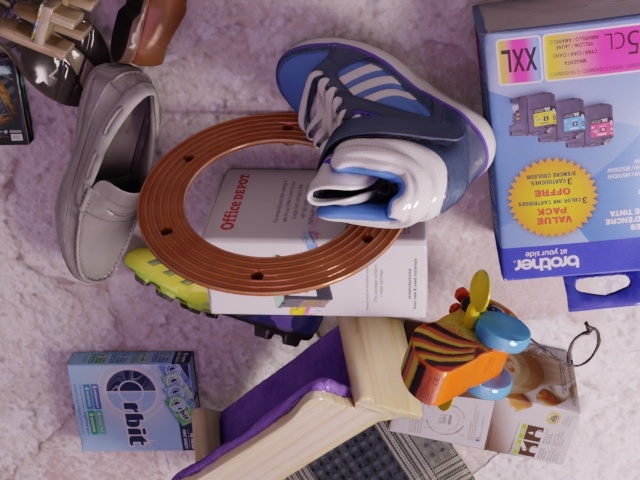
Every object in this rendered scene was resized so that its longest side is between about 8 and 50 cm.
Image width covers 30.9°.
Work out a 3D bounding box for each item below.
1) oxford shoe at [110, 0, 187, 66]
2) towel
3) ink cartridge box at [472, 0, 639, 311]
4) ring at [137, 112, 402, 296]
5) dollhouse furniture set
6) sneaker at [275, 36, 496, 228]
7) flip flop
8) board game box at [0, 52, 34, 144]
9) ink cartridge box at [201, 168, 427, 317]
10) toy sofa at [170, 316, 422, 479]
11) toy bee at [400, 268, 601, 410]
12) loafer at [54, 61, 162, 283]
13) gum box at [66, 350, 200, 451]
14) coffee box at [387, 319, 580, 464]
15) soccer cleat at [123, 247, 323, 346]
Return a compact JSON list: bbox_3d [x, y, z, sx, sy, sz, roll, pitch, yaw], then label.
[{"bbox_3d":[-0.198,-0.318,1.452,0.076,0.076,0.212,7,118,-32],"label":"oxford shoe"},{"bbox_3d":[0.107,0.420,1.716,0.312,0.056,0.324,-36,77,19],"label":"towel"},{"bbox_3d":[0.346,-0.105,1.453,0.270,0.151,0.395,-6,117,8],"label":"ink cartridge box"},{"bbox_3d":[-0.057,-0.046,1.421,0.337,0.336,0.032,0,134,5],"label":"ring"},{"bbox_3d":[-0.313,-0.363,1.332,0.161,0.242,0.212,21,116,-5],"label":"dollhouse furniture set"},{"bbox_3d":[0.026,-0.126,1.361,0.323,0.236,0.130,29,128,24],"label":"sneaker"},{"bbox_3d":[-0.384,-0.276,1.466,0.277,0.080,0.112,33,97,-29],"label":"flip flop"},{"bbox_3d":[-0.487,-0.189,1.553,0.186,0.026,0.126,0,116,6],"label":"board game box"},{"bbox_3d":[0.000,0.000,1.502,0.278,0.201,0.117,1,119,5],"label":"ink cartridge box"},{"bbox_3d":[-0.050,0.230,1.574,0.177,0.150,0.362,19,137,-35],"label":"toy sofa"},{"bbox_3d":[0.197,0.133,1.499,0.298,0.162,0.195,18,106,-48],"label":"toy bee"},{"bbox_3d":[-0.277,-0.075,1.530,0.112,0.111,0.319,-12,125,-39],"label":"loafer"},{"bbox_3d":[-0.275,0.243,1.736,0.185,0.041,0.156,-1,116,5],"label":"gum box"},{"bbox_3d":[0.226,0.211,1.618,0.247,0.141,0.098,11,121,-1],"label":"coffee box"},{"bbox_3d":[-0.130,0.054,1.621,0.289,0.093,0.121,20,86,0],"label":"soccer cleat"}]
